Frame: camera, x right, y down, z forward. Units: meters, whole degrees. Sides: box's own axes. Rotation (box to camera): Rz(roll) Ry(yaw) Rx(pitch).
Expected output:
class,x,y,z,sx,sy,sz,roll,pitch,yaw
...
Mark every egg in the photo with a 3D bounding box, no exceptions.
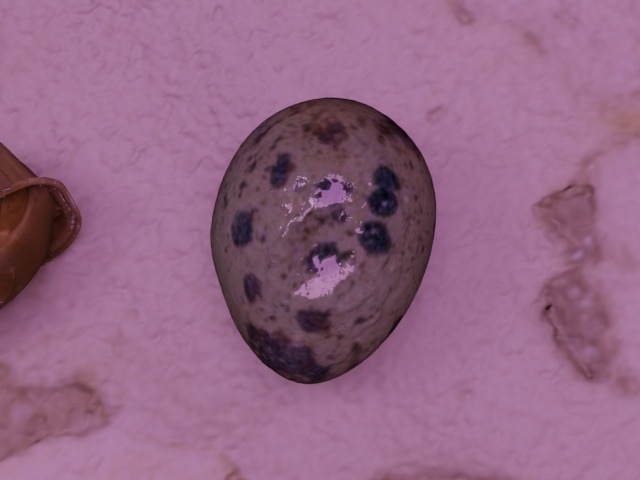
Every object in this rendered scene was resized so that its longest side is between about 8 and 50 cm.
class,x,y,z,sx,sy,sz,roll,pitch,yaw
egg,0.000,0.000,0.833,0.141,0.141,0.182,10,91,-4

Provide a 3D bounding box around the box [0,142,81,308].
class,x,y,z,sx,sy,sz,roll,pitch,yaw
box,-0.239,0.009,0.830,0.177,0.111,0.111,-30,85,-9
